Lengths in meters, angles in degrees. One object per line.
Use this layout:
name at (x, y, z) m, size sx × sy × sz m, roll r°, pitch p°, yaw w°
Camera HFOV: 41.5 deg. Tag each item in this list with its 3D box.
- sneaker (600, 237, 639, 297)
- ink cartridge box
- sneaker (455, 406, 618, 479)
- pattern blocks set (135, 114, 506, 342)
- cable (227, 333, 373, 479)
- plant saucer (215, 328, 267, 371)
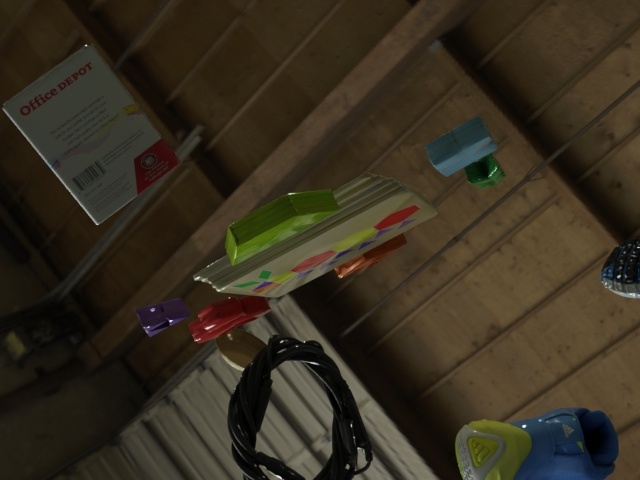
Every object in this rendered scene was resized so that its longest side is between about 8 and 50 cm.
sneaker at (0.395, 0.042, 0.913) m, size 0.190 × 0.083 × 0.071 m, roll -3°, pitch -119°, yaw 56°
ink cartridge box at (-0.275, -0.129, 1.018) m, size 0.127 × 0.072 × 0.175 m, roll -38°, pitch -70°, yaw -9°
sneaker at (0.204, 0.208, 0.741) m, size 0.126 × 0.240 × 0.091 m, roll -18°, pitch -119°, yaw 15°
pattern blocks set at (0.000, 0.000, 0.694) m, size 0.324 × 0.285 × 0.026 m, roll -26°, pitch -103°, yaw 6°
cable at (-0.030, 0.192, 0.907) m, size 0.047 × 0.150 × 0.185 m, roll -21°, pitch -90°, yaw 67°
plant saucer at (-0.096, 0.141, 1.054) m, size 0.083 × 0.083 × 0.015 m, roll 35°, pitch -68°, yaw 15°
